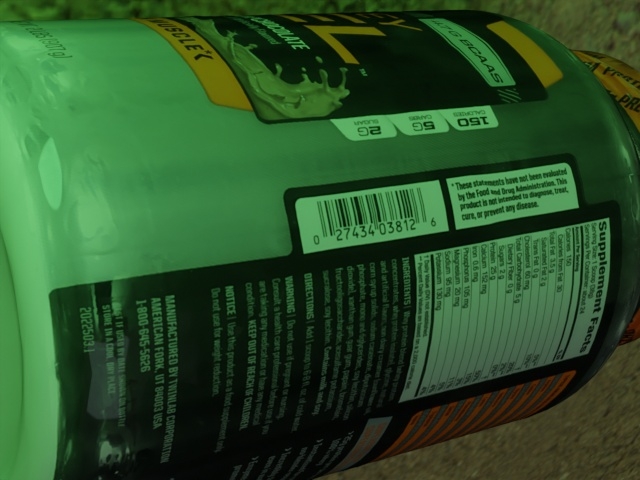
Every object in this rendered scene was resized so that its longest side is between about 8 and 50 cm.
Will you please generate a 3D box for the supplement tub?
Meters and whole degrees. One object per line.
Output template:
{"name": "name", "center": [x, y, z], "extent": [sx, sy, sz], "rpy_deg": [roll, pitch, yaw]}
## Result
{"name": "supplement tub", "center": [0.000, 0.000, 0.518], "extent": [0.338, 0.207, 0.207], "rpy_deg": [-9, 130, -33]}
